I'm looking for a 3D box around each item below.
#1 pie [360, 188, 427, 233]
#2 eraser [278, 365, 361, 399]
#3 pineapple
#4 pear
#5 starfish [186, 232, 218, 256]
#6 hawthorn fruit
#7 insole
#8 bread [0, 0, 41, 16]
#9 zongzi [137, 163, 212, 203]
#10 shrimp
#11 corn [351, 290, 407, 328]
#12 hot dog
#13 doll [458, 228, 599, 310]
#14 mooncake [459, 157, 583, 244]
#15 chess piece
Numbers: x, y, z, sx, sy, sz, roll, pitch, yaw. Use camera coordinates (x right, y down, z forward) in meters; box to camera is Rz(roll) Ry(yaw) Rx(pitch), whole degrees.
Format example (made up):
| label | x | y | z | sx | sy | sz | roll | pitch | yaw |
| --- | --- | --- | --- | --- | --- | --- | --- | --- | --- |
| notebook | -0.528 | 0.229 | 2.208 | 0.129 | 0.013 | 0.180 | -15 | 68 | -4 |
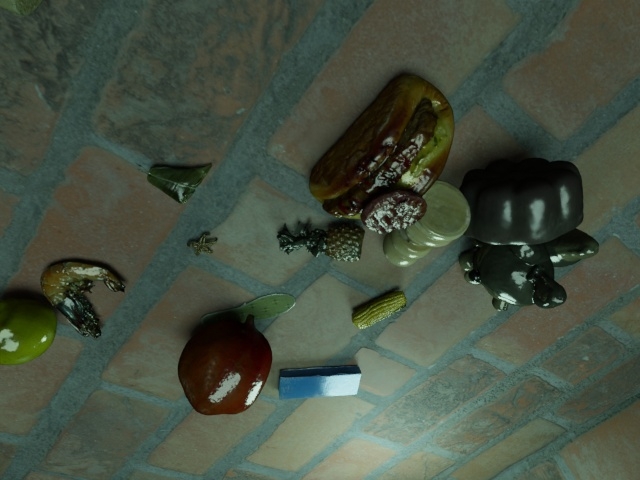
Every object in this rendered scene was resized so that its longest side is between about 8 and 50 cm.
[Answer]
| label | x | y | z | sx | sy | sz | roll | pitch | yaw |
| --- | --- | --- | --- | --- | --- | --- | --- | --- | --- |
| pie | 0.167 | -0.065 | 0.992 | 0.155 | 0.036 | 0.154 | -7 | 148 | -5 |
| eraser | -0.005 | 0.549 | 1.674 | 0.312 | 0.042 | 0.144 | -1 | 127 | -9 |
| pineapple | 0.000 | 0.000 | 1.247 | 0.252 | 0.125 | 0.125 | 3 | 126 | 1 |
| pear | -0.860 | 0.259 | 1.234 | 0.198 | 0.198 | 0.198 | -5 | 126 | -6 |
| starfish | -0.340 | 0.016 | 1.240 | 0.078 | 0.028 | 0.091 | 19 | 125 | -24 |
| hawthorn fruit | -0.292 | 0.400 | 1.369 | 0.312 | 0.294 | 0.295 | -29 | 126 | 25 |
| insole | -0.238 | 0.238 | 1.432 | 0.323 | 0.007 | 0.109 | -14 | 126 | 0 |
| bread | -0.577 | -0.499 | 0.760 | 0.141 | 0.134 | 0.148 | 22 | 108 | -18 |
| zongzi | -0.371 | -0.183 | 1.089 | 0.154 | 0.062 | 0.130 | 37 | 93 | -13 |
| shrimp | -0.676 | 0.176 | 1.283 | 0.223 | 0.054 | 0.290 | -11 | 123 | -2 |
| corn | 0.197 | 0.234 | 1.462 | 0.203 | 0.072 | 0.072 | -30 | 125 | 11 |
| hot dog | 0.152 | -0.190 | 1.052 | 0.185 | 0.223 | 0.405 | 31 | 116 | -30 |
| doll | 0.603 | 0.036 | 1.245 | 0.379 | 0.382 | 0.252 | -35 | 91 | -1 |
| mooncake | 0.506 | -0.110 | 1.120 | 0.306 | 0.306 | 0.154 | -15 | 113 | 2 |
| chess piece | 0.267 | -0.020 | 1.191 | 0.167 | 0.166 | 0.299 | 3 | 154 | -12 |
